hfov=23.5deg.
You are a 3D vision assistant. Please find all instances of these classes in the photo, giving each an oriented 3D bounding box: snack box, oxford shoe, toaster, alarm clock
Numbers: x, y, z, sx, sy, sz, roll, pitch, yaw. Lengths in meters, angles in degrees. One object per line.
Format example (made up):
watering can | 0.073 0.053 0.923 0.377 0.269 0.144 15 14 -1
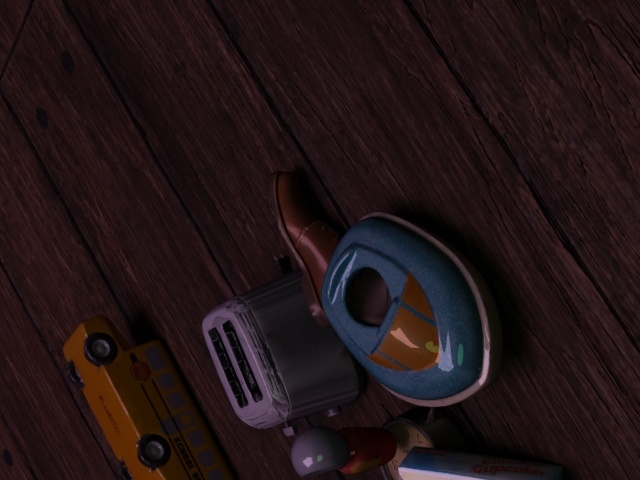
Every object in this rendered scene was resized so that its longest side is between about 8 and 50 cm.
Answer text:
snack box | 0.196 0.407 1.821 0.187 0.060 0.322 5 112 24
oxford shoe | 0.000 0.000 1.953 0.076 0.076 0.212 -28 80 24
toaster | -0.054 0.137 2.005 0.129 0.146 0.227 -26 85 54
alarm clock | 0.137 0.289 1.897 0.129 0.064 0.192 -7 97 54

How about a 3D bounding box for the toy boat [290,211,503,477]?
toy boat | 0.072 0.140 1.785 0.267 0.148 0.318 37 114 39

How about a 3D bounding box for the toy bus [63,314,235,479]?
toy bus | -0.267 0.270 2.366 0.332 0.130 0.108 60 144 13
